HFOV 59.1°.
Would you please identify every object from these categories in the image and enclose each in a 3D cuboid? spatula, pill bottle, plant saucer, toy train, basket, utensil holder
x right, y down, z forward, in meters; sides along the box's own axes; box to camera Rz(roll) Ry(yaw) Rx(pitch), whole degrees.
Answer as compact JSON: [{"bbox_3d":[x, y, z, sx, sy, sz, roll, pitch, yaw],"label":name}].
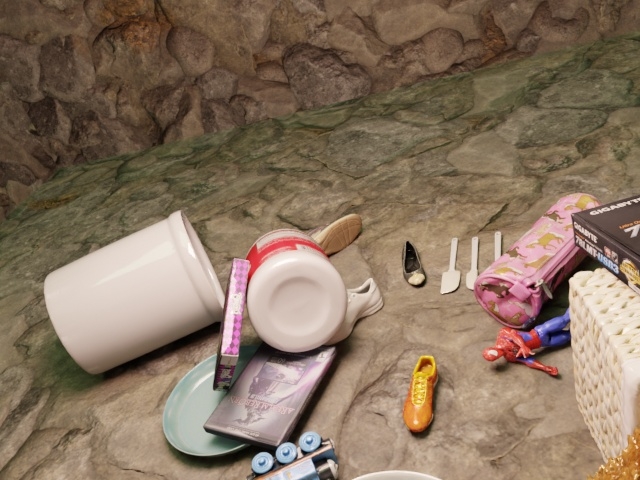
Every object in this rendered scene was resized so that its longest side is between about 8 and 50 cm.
[{"bbox_3d":[0.409,0.057,1.484,0.168,0.019,0.242,-10,30,24],"label":"spatula"},{"bbox_3d":[-0.079,0.100,1.420,0.228,0.229,0.408,-21,15,-4],"label":"pill bottle"},{"bbox_3d":[-0.203,0.366,1.292,0.317,0.044,0.318,-14,32,9],"label":"plant saucer"},{"bbox_3d":[-0.049,0.440,1.063,0.184,0.080,0.105,-21,40,-9],"label":"toy train"},{"bbox_3d":[0.582,0.213,0.851,0.328,0.332,0.266,-13,25,8],"label":"basket"},{"bbox_3d":[-0.486,0.145,1.534,0.385,0.328,0.328,-26,31,-6],"label":"utensil holder"}]

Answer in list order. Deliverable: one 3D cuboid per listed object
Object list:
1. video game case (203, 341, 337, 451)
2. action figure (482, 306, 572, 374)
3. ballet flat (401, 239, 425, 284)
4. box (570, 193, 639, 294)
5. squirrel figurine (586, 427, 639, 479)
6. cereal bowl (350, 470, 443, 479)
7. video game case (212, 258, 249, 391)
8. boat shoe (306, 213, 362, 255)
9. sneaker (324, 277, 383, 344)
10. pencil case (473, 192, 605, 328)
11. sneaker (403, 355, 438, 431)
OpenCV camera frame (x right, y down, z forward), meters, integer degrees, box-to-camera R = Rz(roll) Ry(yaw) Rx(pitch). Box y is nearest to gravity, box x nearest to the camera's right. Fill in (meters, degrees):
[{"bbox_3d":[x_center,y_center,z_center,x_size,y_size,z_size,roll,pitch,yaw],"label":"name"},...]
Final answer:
[{"bbox_3d":[-0.105,0.325,1.241,0.195,0.026,0.274,2,35,31],"label":"video game case"},{"bbox_3d":[0.471,0.206,1.133,0.280,0.092,0.139,-18,22,1],"label":"action figure"},{"bbox_3d":[0.244,0.063,1.526,0.057,0.049,0.173,-16,31,6],"label":"ballet flat"},{"bbox_3d":[0.583,-0.004,0.836,0.295,0.074,0.293,-15,24,2],"label":"box"},{"bbox_3d":[0.390,0.374,0.577,0.280,0.371,0.397,-13,46,6],"label":"squirrel figurine"},{"bbox_3d":[0.110,0.513,0.794,0.338,0.141,0.339,-14,32,9],"label":"cereal bowl"},{"bbox_3d":[-0.202,0.193,1.269,0.041,0.210,0.232,9,54,-10],"label":"video game case"},{"bbox_3d":[0.000,0.000,1.711,0.285,0.103,0.092,-38,40,-19],"label":"boat shoe"},{"bbox_3d":[0.062,0.171,1.409,0.212,0.094,0.080,-36,36,-26],"label":"sneaker"},{"bbox_3d":[0.526,0.038,1.311,0.386,0.160,0.167,-36,42,-28],"label":"pencil case"},{"bbox_3d":[0.199,0.307,1.146,0.064,0.068,0.175,-4,35,20],"label":"sneaker"}]
